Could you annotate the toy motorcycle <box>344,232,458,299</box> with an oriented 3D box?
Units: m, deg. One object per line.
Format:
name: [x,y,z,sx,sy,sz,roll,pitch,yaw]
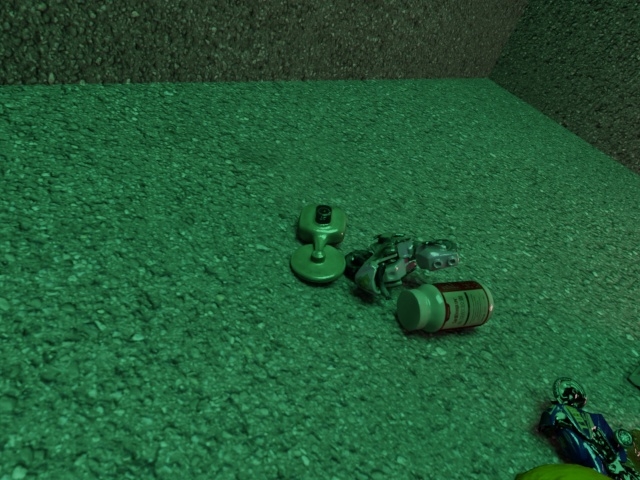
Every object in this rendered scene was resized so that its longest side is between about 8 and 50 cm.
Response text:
toy motorcycle: [0.223,0.068,1.321,0.327,0.143,0.188,-9,26,6]

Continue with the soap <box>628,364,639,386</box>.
soap: [1.050,0.394,1.401,0.265,0.088,0.160,-16,51,-37]

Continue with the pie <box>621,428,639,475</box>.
pie: [0.803,0.546,1.145,0.195,0.046,0.195,13,38,-11]

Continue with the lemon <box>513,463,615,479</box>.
lemon: [0.442,0.526,0.813,0.322,0.268,0.268,38,33,-23]

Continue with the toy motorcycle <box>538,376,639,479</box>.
toy motorcycle: [0.613,0.476,1.097,0.169,0.113,0.315,-10,55,-19]

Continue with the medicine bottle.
medicine bottle: [0.341,0.179,1.294,0.250,0.131,0.131,-1,44,-26]

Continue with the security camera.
security camera: [0.000,0.000,1.380,0.157,0.080,0.301,7,41,0]
